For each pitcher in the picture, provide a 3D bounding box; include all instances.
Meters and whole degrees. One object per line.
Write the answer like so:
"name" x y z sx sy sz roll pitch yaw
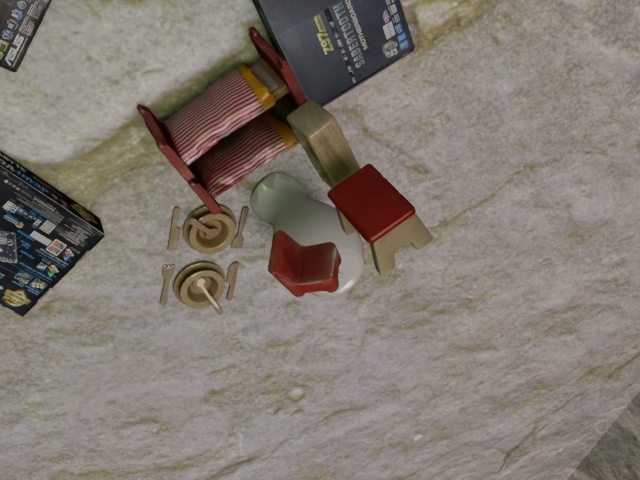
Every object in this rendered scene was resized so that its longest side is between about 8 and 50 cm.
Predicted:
"pitcher" 0.000 0.000 1.087 0.177 0.207 0.125 24 109 -40

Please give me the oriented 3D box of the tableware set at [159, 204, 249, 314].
"tableware set" -0.182 0.034 1.124 0.128 0.039 0.194 -2 124 -27

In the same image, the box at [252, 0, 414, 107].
"box" 0.013 -0.318 0.962 0.183 0.059 0.233 -31 132 -4

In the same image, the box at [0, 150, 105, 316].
"box" -0.432 -0.014 0.944 0.175 0.051 0.220 -44 132 6

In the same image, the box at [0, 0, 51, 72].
"box" -0.384 -0.306 0.766 0.184 0.045 0.191 22 111 -35

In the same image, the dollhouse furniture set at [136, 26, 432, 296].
"dollhouse furniture set" -0.060 -0.089 0.881 0.201 0.374 0.152 -36 137 -3
